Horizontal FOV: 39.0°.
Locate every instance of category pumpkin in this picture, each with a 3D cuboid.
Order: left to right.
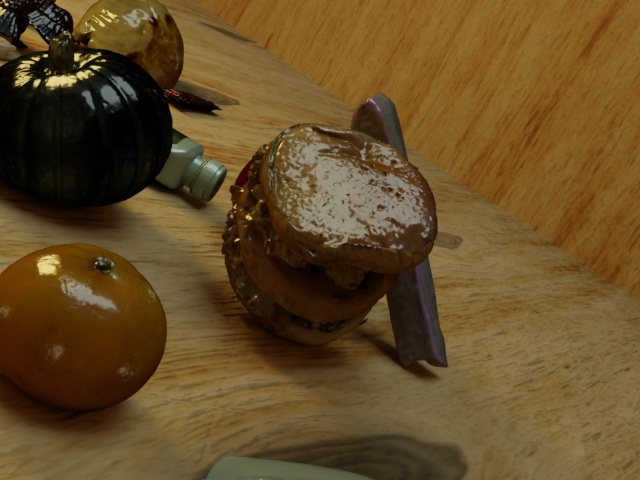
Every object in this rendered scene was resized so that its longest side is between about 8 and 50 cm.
[{"bbox_3d":[-0.311,-0.155,1.137,0.250,0.216,0.250,-3,28,1],"label":"pumpkin"}]

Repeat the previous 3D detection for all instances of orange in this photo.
[{"bbox_3d":[-0.207,0.070,0.773,0.156,0.124,0.156,30,12,-7],"label":"orange"}]

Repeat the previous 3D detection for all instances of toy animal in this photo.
[{"bbox_3d":[-0.537,-0.439,1.657,0.219,0.179,0.116,30,-11,2],"label":"toy animal"}]

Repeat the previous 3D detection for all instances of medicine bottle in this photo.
[{"bbox_3d":[-0.258,-0.144,1.413,0.229,0.083,0.121,30,13,3],"label":"medicine bottle"}]

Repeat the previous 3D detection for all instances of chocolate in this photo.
[{"bbox_3d":[-0.285,-0.305,1.967,0.086,0.028,0.182,27,13,16],"label":"chocolate"}]

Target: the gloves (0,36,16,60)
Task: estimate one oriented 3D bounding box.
[{"bbox_3d":[-0.551,-0.329,1.558,0.081,0.037,0.044,-76,141,-79],"label":"gloves"}]

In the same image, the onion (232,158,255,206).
[{"bbox_3d":[-0.022,-0.032,1.343,0.248,0.161,0.248,38,-5,4],"label":"onion"}]

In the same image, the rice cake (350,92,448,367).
[{"bbox_3d":[0.107,-0.005,1.251,0.064,0.398,0.070,-10,7,23],"label":"rice cake"}]

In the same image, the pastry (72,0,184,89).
[{"bbox_3d":[-0.396,-0.450,1.956,0.237,0.170,0.256,25,21,-8],"label":"pastry"}]

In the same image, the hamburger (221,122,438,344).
[{"bbox_3d":[-0.003,-0.009,1.110,0.245,0.211,0.260,38,54,3],"label":"hamburger"}]

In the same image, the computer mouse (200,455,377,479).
[{"bbox_3d":[0.010,0.236,0.752,0.231,0.079,0.128,24,14,-9],"label":"computer mouse"}]
